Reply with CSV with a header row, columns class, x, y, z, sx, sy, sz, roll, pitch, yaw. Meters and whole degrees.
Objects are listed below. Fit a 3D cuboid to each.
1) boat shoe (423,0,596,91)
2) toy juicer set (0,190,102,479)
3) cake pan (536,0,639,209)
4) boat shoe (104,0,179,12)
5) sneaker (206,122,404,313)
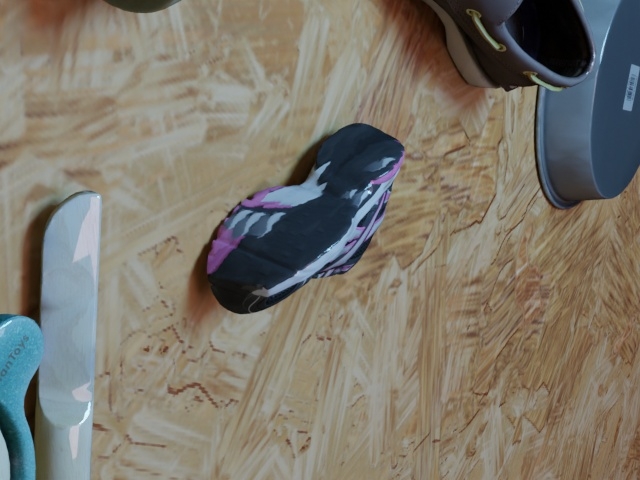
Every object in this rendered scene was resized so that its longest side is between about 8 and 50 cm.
class,x,y,z,sx,sy,sz,roll,pitch,yaw
boat shoe,0.124,-0.205,0.741,0.324,0.096,0.117,39,69,-56
toy juicer set,-0.168,0.143,0.420,0.329,0.089,0.209,-41,134,-44
cake pan,0.319,-0.173,1.109,0.293,0.054,0.293,-29,125,-50
boat shoe,-0.066,-0.255,0.417,0.103,0.113,0.302,-41,145,-45
sneaker,0.000,0.000,0.656,0.178,0.072,0.077,-39,144,-37
